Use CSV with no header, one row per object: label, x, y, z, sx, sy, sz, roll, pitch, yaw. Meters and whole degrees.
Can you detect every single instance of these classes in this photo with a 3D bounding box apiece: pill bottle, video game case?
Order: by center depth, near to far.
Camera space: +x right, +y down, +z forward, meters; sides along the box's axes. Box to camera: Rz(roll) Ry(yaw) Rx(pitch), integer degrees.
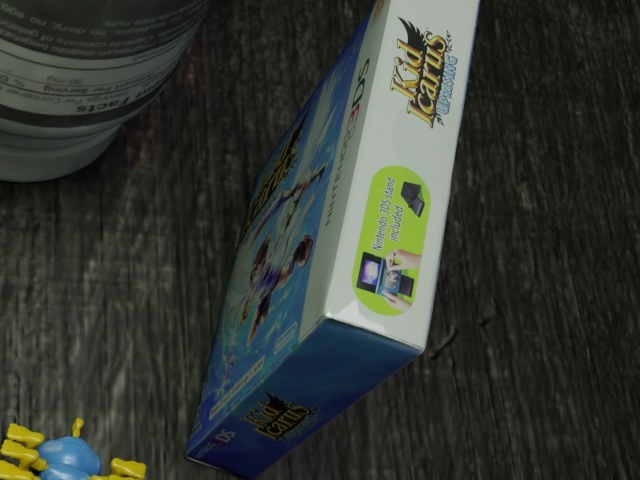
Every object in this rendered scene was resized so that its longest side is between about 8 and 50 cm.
pill bottle,-0.158,-0.189,0.649,0.204,0.361,0.204,11,62,-22
video game case,0.000,0.000,0.689,0.061,0.269,0.244,22,58,-13

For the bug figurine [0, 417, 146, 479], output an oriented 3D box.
bug figurine,-0.075,0.215,0.634,0.279,0.072,0.216,22,30,-11
